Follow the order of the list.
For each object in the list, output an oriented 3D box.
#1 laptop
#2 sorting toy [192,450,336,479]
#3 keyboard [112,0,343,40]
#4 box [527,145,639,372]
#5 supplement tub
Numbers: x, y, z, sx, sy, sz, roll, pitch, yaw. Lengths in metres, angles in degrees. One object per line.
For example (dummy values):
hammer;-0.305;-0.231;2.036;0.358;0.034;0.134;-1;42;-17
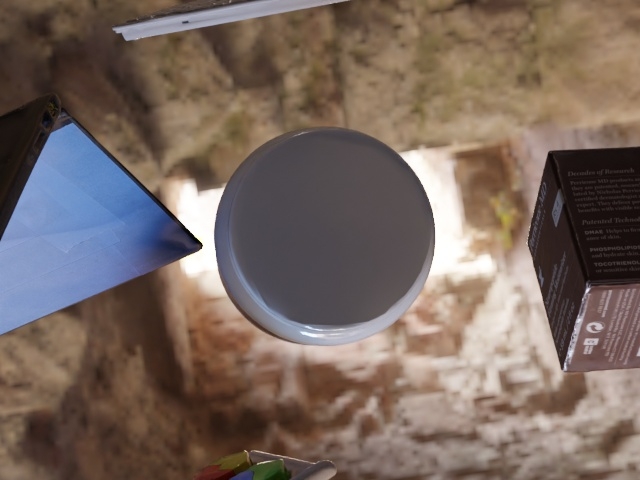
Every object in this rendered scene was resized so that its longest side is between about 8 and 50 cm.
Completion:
laptop;-0.328;0.073;1.227;0.236;0.382;0.408;62;-167;-23
sorting toy;-0.105;0.240;1.390;0.038;0.193;0.208;64;155;-5
keyboard;0.000;-0.148;0.896;0.072;0.256;0.014;-42;-59;-54
box;0.346;0.021;1.761;0.168;0.167;0.203;94;170;-49
supplement tub;0.000;0.000;1.388;0.272;0.191;0.191;135;126;-85
